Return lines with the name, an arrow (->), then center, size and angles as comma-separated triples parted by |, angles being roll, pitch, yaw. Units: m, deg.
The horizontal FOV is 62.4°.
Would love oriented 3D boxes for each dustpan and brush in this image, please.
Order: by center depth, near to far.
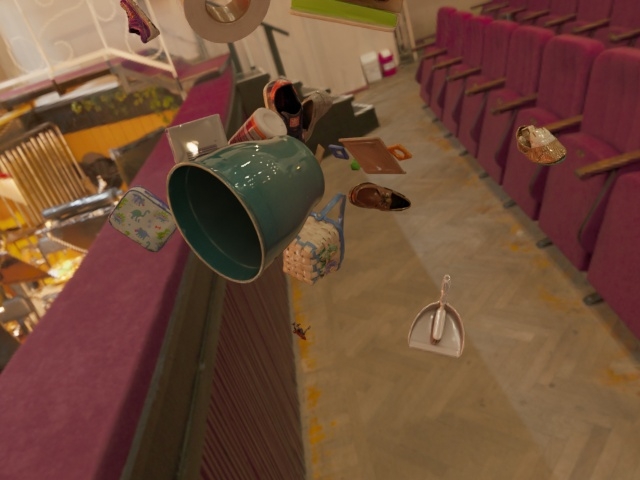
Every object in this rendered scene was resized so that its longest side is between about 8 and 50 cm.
dustpan and brush -> 0.326, 0.198, 1.436 | 0.147, 0.060, 0.211 | 10, 71, 11

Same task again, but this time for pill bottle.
pill bottle -> -0.214, -0.301, 1.654 | 0.221, 0.121, 0.121 | -37, 13, 36

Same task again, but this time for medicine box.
medicine box -> -0.315, -0.185, 1.498 | 0.149, 0.264, 0.289 | -18, 4, -10

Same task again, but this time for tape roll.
tape roll -> -0.300, -0.760, 1.623 | 0.286, 0.286, 0.100 | -24, 58, -11

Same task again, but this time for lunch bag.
lunch bag -> -0.618, -0.078, 1.881 | 0.176, 0.219, 0.090 | -51, 16, 9

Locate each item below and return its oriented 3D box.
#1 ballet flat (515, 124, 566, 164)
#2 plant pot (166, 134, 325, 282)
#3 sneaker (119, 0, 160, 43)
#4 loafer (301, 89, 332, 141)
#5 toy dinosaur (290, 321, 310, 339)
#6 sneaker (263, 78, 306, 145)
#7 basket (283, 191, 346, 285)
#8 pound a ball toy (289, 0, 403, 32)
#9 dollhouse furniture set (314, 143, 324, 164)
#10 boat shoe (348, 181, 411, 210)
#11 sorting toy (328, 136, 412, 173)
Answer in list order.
ballet flat -> 0.477, -0.218, 1.171 | 0.073, 0.067, 0.206 | -25, 17, 7
plant pot -> -0.137, -0.093, 1.117 | 0.271, 0.272, 0.255 | 7, 36, 41
sneaker -> -0.532, -0.632, 1.512 | 0.071, 0.068, 0.170 | -39, 71, 2
loafer -> -0.073, -0.472, 2.099 | 0.111, 0.112, 0.319 | -29, -12, -42
toy dinosaur -> -0.071, 0.305, 1.729 | 0.047, 0.082, 0.090 | -6, 28, 30
sneaker -> -0.111, -0.414, 1.934 | 0.131, 0.350, 0.148 | -26, 18, -23
basket -> 0.000, 0.000, 1.839 | 0.201, 0.255, 0.289 | 22, 50, 21
pound a ball toy -> 0.095, -0.640, 1.270 | 0.319, 0.208, 0.136 | 12, 43, 7
dollhouse furniture set -> -0.040, -0.201, 1.372 | 0.081, 0.114, 0.091 | 17, 10, -1
boat shoe -> 0.255, -0.179, 2.199 | 0.307, 0.111, 0.104 | 0, 13, -40
sorting toy -> 0.181, -0.292, 1.774 | 0.347, 0.196, 0.047 | 10, 64, 50
